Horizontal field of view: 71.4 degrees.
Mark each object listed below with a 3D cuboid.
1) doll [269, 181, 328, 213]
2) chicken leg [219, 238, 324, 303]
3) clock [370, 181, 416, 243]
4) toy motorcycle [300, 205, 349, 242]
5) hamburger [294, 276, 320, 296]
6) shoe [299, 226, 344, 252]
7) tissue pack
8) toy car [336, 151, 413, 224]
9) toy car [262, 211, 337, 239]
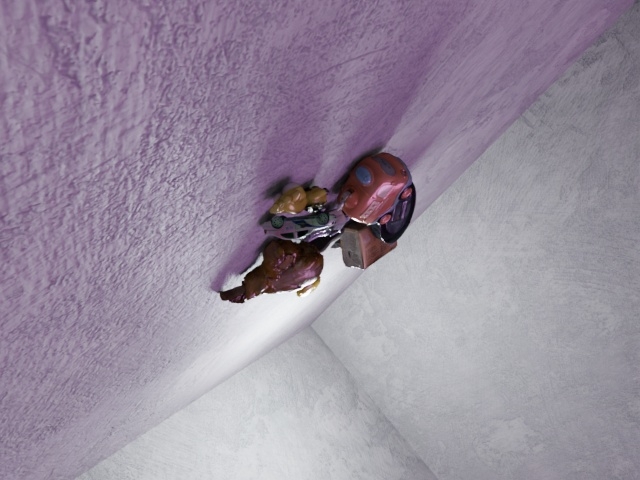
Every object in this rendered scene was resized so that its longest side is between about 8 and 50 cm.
[{"bbox_3d":[-0.057,-0.120,1.311,0.117,0.086,0.291,-36,172,23],"label":"doll"},{"bbox_3d":[-0.181,0.102,1.607,0.409,0.182,0.295,-23,154,-8],"label":"chicken leg"},{"bbox_3d":[0.349,-0.144,2.120,0.319,0.066,0.319,-31,133,-41],"label":"clock"},{"bbox_3d":[0.018,-0.057,1.709,0.260,0.110,0.171,-25,172,-36],"label":"toy motorcycle"},{"bbox_3d":[-0.078,0.212,2.260,0.162,0.115,0.162,-39,164,-13],"label":"hamburger"},{"bbox_3d":[0.000,0.000,1.860,0.227,0.099,0.112,-37,174,-20],"label":"shoe"},{"bbox_3d":[0.217,-0.015,2.263,0.305,0.238,0.238,-30,163,-42],"label":"tissue pack"},{"bbox_3d":[0.178,-0.185,1.585,0.212,0.180,0.270,1,134,-49],"label":"toy car"},{"bbox_3d":[-0.060,-0.043,1.347,0.224,0.076,0.090,-4,-177,7],"label":"toy car"}]
